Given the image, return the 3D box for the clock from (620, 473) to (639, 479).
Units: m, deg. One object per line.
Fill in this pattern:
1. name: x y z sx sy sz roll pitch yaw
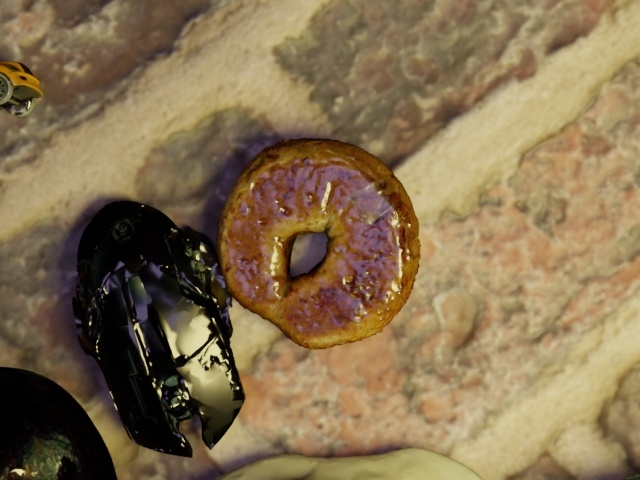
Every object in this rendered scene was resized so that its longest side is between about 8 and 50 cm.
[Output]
1. clock: 0.295 0.351 1.075 0.325 0.067 0.325 1 86 -19

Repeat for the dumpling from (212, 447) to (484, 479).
1. dumpling: 0.045 0.271 1.104 0.318 0.187 0.243 42 78 15

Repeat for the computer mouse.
1. computer mouse: -0.149 0.076 1.188 0.146 0.077 0.242 -22 85 6

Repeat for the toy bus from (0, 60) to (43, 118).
1. toy bus: -0.339 -0.137 1.219 0.162 0.069 0.074 -16 84 5

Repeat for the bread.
1. bread: 0.000 0.000 1.187 0.193 0.064 0.193 0 92 9

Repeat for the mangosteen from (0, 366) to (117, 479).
1. mangosteen: -0.298 0.209 1.137 0.243 0.243 0.243 0 87 5
